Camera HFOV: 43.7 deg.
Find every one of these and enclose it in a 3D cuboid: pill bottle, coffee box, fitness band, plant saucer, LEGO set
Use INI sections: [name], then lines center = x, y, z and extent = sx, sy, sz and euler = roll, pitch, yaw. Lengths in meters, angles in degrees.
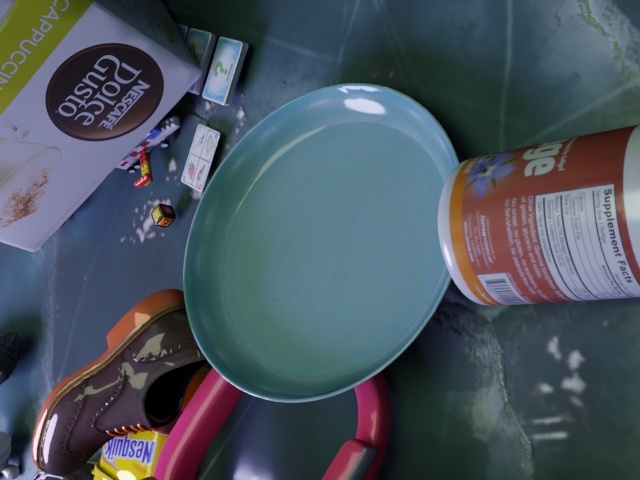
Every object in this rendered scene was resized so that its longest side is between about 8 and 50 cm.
[pill bottle]
center = 0.205, -0.018, 0.577
extent = 0.216, 0.121, 0.121
euler = -8, 79, 40
[coffee box]
center = -0.410, -0.250, 0.959
extent = 0.338, 0.334, 0.338
euler = -43, 53, 16
[fitness band]
center = -0.053, 0.210, 0.778
extent = 0.209, 0.054, 0.290
euler = 34, 91, 39
[plant saucer]
center = 0.000, 0.000, 0.768
extent = 0.318, 0.044, 0.317
euler = -15, 63, 31
[LEGO set]
center = -0.193, -0.147, 0.989
extent = 0.182, 0.060, 0.244
euler = 28, 103, 44

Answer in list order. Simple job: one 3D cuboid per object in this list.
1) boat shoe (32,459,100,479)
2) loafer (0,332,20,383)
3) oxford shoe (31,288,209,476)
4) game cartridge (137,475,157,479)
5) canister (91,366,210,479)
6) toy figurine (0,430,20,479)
[boat shoe]
center = -0.261, 0.365, 0.932
extent = 0.355, 0.130, 0.132
euler = 20, 98, 41
[loafer]
center = -0.524, 0.190, 1.235
extent = 0.223, 0.076, 0.078
euler = -21, 35, 45
[oxford shoe]
center = -0.215, 0.177, 0.851
extent = 0.271, 0.097, 0.098
euler = -50, 62, 20
[game cartridge]
center = -0.178, 0.422, 0.763
extent = 0.323, 0.053, 0.285
euler = -46, 67, 26
[canister]
center = -0.196, 0.218, 0.934
extent = 0.126, 0.073, 0.169
euler = 14, 92, 41
[toy figurine]
center = -0.527, 0.379, 1.118
extent = 0.148, 0.213, 0.209
euler = -59, 47, 40
